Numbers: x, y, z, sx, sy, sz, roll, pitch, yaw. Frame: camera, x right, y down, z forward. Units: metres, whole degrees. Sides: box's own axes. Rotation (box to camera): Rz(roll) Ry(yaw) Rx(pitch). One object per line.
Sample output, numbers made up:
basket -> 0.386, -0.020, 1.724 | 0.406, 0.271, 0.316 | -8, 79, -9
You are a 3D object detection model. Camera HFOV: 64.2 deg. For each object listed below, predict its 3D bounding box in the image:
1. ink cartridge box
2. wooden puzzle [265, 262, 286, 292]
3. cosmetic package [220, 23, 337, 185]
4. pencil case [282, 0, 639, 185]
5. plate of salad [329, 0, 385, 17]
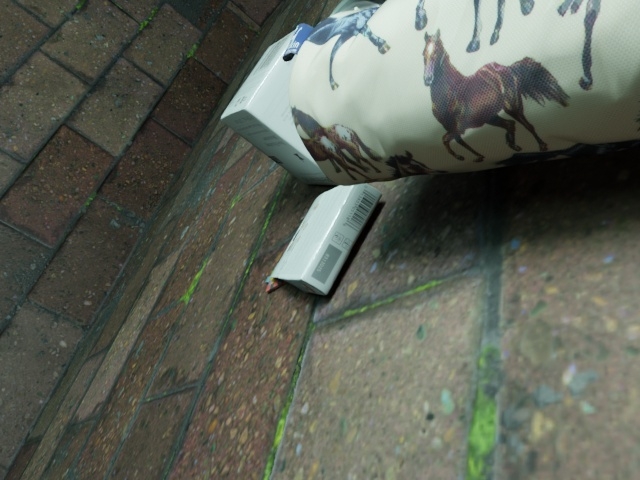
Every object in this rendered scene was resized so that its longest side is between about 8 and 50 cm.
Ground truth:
ink cartridge box -> 0.000, 0.000, 0.679 | 0.145, 0.045, 0.179 | -60, 11, -12
wooden puzzle -> -0.058, 0.048, 0.747 | 0.083, 0.006, 0.049 | -33, 32, 41
cosmetic package -> -0.024, -0.196, 0.785 | 0.151, 0.184, 0.151 | -57, 24, -7
pencil case -> 0.144, -0.147, 0.367 | 0.410, 0.160, 0.183 | 0, 88, 51
plate of salad -> 0.071, -0.342, 0.898 | 0.200, 0.048, 0.200 | -4, 84, 44
